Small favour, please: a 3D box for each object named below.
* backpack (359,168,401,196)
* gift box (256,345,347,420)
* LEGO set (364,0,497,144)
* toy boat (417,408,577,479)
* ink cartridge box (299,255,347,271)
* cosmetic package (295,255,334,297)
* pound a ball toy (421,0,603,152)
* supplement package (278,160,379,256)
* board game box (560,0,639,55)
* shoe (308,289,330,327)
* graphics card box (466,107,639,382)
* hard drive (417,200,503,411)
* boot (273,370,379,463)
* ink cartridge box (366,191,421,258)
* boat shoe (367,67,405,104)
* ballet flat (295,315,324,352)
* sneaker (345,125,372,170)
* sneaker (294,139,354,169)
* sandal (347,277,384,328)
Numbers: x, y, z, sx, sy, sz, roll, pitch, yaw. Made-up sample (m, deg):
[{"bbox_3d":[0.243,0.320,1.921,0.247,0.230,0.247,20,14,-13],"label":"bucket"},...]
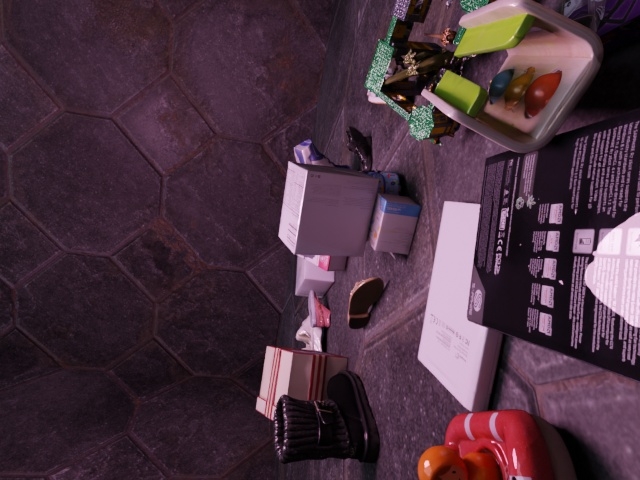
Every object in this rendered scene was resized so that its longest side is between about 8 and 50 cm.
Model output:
[{"bbox_3d":[0.149,-0.118,1.139,0.173,0.116,0.159,-145,61,-75],"label":"backpack"},{"bbox_3d":[-0.044,0.511,1.409,0.255,0.276,0.259,-17,62,64],"label":"gift box"},{"bbox_3d":[0.247,-0.361,0.776,0.255,0.191,0.332,44,136,39],"label":"LEGO set"},{"bbox_3d":[0.196,0.292,0.517,0.231,0.150,0.151,118,157,-62],"label":"toy boat"},{"bbox_3d":[0.000,0.000,1.612,0.237,0.100,0.172,24,109,47],"label":"ink cartridge box"},{"bbox_3d":[-0.025,0.112,1.845,0.225,0.138,0.224,119,156,-60],"label":"cosmetic package"},{"bbox_3d":[0.243,-0.229,0.492,0.319,0.135,0.208,-76,11,-66],"label":"pound a ball toy"},{"bbox_3d":[0.014,-0.080,1.050,0.149,0.194,0.203,-139,56,-61],"label":"supplement package"},{"bbox_3d":[0.355,-0.393,0.427,0.208,0.056,0.348,-173,91,-75],"label":"board game box"},{"bbox_3d":[-0.005,0.291,1.754,0.064,0.081,0.178,108,162,-44],"label":"shoe"},{"bbox_3d":[0.285,0.004,0.395,0.371,0.094,0.233,178,99,-78],"label":"graphics card box"},{"bbox_3d":[0.243,0.093,0.700,0.203,0.040,0.308,-141,59,-77],"label":"hard drive"},{"bbox_3d":[-0.004,0.472,1.154,0.348,0.259,0.131,-131,49,-75],"label":"boot"},{"bbox_3d":[0.173,-0.034,1.015,0.092,0.089,0.143,-112,32,-69],"label":"ink cartridge box"},{"bbox_3d":[0.189,-0.445,1.187,0.277,0.098,0.096,-101,20,-62],"label":"boat shoe"},{"bbox_3d":[-0.045,0.445,1.743,0.139,0.138,0.401,111,163,-51],"label":"ballet flat"},{"bbox_3d":[0.130,-0.315,1.433,0.051,0.088,0.171,120,155,-64],"label":"sneaker"},{"bbox_3d":[0.041,-0.249,1.530,0.316,0.182,0.127,62,172,-31],"label":"sneaker"},{"bbox_3d":[0.116,0.159,1.200,0.240,0.088,0.079,101,164,-44],"label":"sandal"}]
